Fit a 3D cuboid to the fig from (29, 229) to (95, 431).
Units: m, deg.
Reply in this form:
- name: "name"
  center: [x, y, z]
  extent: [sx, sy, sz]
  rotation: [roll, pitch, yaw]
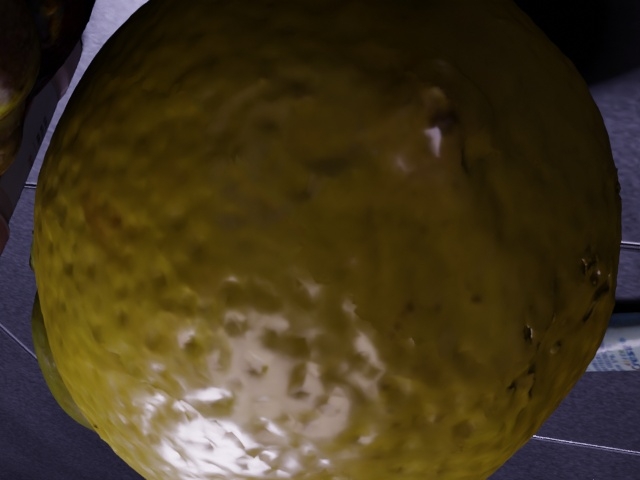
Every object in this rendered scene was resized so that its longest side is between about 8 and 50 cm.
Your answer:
- name: "fig"
  center: [-0.124, 0.039, 0.939]
  extent: [0.142, 0.186, 0.148]
  rotation: [-34, 165, 6]

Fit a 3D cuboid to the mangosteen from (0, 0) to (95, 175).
- name: "mangosteen"
  center: [-0.179, -0.101, 0.545]
  extent: [0.192, 0.217, 0.192]
  rotation: [-4, 136, -4]

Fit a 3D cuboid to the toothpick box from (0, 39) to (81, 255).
- name: "toothpick box"
  center: [-0.193, -0.054, 0.731]
  extent: [0.098, 0.149, 0.098]
  rotation: [14, 155, 7]

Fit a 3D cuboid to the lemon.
- name: "lemon"
  center: [0.001, 0.001, 0.606]
  extent: [0.267, 0.267, 0.267]
  rotation: [14, 155, 7]

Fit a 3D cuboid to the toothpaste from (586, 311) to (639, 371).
- name: "toothpaste"
  center: [0.172, 0.064, 0.875]
  extent: [0.216, 0.037, 0.062]
  rotation: [-4, 148, 31]
